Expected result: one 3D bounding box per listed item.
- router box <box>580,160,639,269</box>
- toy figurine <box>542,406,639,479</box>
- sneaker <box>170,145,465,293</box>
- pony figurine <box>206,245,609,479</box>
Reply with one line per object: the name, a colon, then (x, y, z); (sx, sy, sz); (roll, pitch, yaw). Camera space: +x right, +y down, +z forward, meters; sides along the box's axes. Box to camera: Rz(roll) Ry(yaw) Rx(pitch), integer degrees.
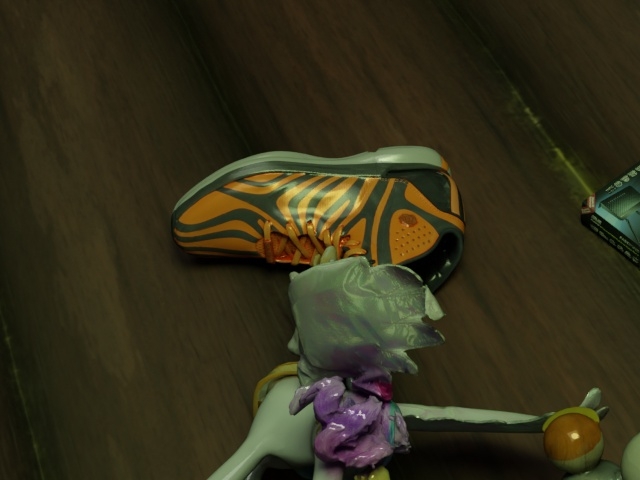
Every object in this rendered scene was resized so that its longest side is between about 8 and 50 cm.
router box: (0.359, -0.036, 1.384); (0.122, 0.038, 0.092); (-35, 54, -18)
toy figurine: (0.179, 0.221, 0.944); (0.213, 0.148, 0.209); (-25, 9, -13)
sneaker: (0.000, 0.000, 1.362); (0.321, 0.124, 0.180); (-11, 49, 1)
pony figurine: (0.021, 0.162, 1.128); (0.351, 0.303, 0.363); (2, 58, 51)
